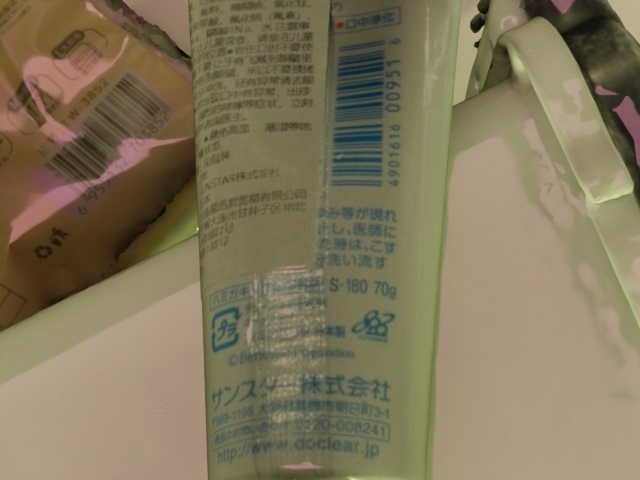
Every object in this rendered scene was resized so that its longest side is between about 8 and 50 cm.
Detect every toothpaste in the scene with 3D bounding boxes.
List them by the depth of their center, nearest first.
[{"bbox_3d":[0.000,0.000,0.639,0.114,0.073,0.299,-3,69,10],"label":"toothpaste"}]

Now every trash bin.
[{"bbox_3d":[0.002,0.069,0.770,0.367,0.256,0.296,-22,83,-2],"label":"trash bin"}]

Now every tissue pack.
[{"bbox_3d":[-0.173,-0.019,0.912,0.215,0.123,0.257,39,94,15],"label":"tissue pack"}]
